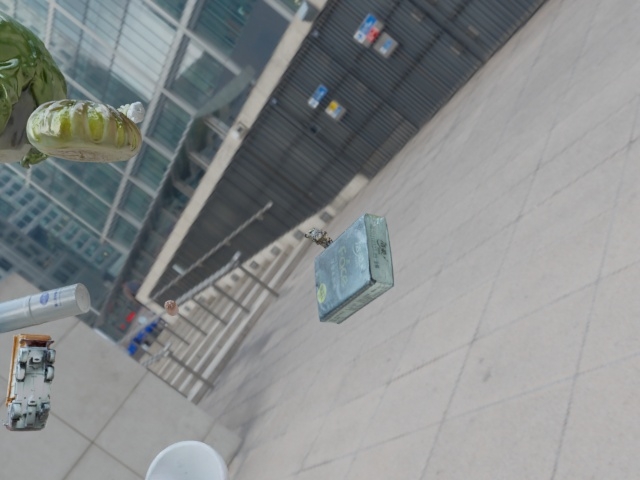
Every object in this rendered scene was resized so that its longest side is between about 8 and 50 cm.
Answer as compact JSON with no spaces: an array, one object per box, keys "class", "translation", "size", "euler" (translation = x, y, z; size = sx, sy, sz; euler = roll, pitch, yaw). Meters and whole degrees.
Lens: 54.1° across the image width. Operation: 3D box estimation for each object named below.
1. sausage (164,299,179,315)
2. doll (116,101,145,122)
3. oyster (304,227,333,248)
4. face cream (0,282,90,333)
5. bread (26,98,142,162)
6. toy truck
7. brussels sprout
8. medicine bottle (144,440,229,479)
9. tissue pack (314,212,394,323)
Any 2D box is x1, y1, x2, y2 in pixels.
[{"class":"sausage","translation":[-0.415,0.188,1.747],"size":[0.034,0.034,0.083],"euler":[-54,-7,-21]},{"class":"doll","translation":[-0.741,-0.481,2.407],"size":[0.162,0.062,0.106],"euler":[-8,70,31]},{"class":"oyster","translation":[-0.001,0.001,1.885],"size":[0.029,0.086,0.132],"euler":[-39,11,-23]},{"class":"face cream","translation":[-0.698,0.169,1.534],"size":[0.250,0.077,0.077],"euler":[-15,10,4]},{"class":"bread","translation":[-0.434,-0.205,1.169],"size":[0.213,0.213,0.105],"euler":[159,115,-80]},{"class":"toy truck","translation":[-0.827,0.401,1.779],"size":[0.135,0.114,0.271],"euler":[-22,64,50]},{"class":"brussels sprout","translation":[-0.815,-0.374,1.524],"size":[0.342,0.361,0.425],"euler":[-8,-1,2]},{"class":"medicine bottle","translation":[-0.222,0.451,1.091],"size":[0.139,0.139,0.237],"euler":[-56,-16,-34]},{"class":"tissue pack","translation":[0.078,0.074,1.537],"size":[0.257,0.081,0.185],"euler":[-44,43,49]}]
